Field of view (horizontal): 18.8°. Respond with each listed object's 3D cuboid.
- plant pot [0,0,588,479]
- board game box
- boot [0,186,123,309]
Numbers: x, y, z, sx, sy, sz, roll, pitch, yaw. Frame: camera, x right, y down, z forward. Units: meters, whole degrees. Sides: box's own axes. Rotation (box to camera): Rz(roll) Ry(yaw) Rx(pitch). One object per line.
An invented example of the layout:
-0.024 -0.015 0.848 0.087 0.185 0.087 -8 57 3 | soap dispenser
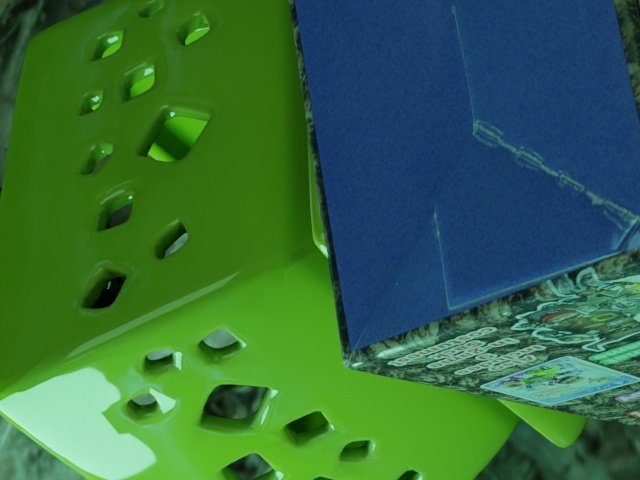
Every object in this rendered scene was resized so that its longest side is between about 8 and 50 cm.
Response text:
0.000 0.000 0.904 0.207 0.227 0.228 -26 45 27 | plant pot
0.135 -0.057 0.787 0.141 0.291 0.232 -23 65 35 | board game box
-0.210 -0.021 1.188 0.207 0.094 0.246 -10 80 41 | boot
